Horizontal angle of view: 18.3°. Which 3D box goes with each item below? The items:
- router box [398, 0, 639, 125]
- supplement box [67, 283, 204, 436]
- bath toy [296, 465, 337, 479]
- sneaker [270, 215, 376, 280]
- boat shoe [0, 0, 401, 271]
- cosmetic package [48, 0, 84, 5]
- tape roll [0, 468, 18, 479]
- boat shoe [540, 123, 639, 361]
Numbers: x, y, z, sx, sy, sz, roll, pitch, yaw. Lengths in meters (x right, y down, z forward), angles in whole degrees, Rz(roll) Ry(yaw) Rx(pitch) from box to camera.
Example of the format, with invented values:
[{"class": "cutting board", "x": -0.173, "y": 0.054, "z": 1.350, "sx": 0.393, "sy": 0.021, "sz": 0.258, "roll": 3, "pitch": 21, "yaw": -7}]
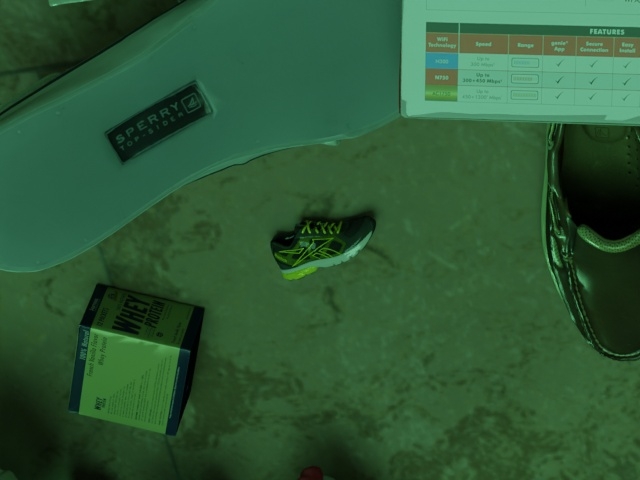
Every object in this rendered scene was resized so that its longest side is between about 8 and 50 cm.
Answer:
[{"class": "router box", "x": 0.216, "y": -0.218, "z": 1.156, "sx": 0.335, "sy": 0.082, "sz": 0.301, "roll": 3, "pitch": 105, "yaw": 8}, {"class": "supplement box", "x": -0.136, "y": 0.088, "z": 1.470, "sx": 0.083, "sy": 0.056, "sz": 0.083, "roll": 13, "pitch": 123, "yaw": 2}, {"class": "bath toy", "x": -0.123, "y": 0.233, "z": 1.501, "sx": 0.348, "sy": 0.151, "sz": 0.129, "roll": -4, "pitch": 136, "yaw": 10}, {"class": "sneaker", "x": 0.000, "y": 0.000, "z": 1.407, "sx": 0.083, "sy": 0.031, "sz": 0.035, "roll": -26, "pitch": 113, "yaw": 23}, {"class": "boat shoe", "x": -0.079, "y": -0.100, "z": 1.304, "sx": 0.367, "sy": 0.156, "sz": 0.136, "roll": -30, "pitch": 111, "yaw": -7}, {"class": "cosmetic package", "x": -0.095, "y": -0.295, "z": 1.137, "sx": 0.153, "sy": 0.129, "sz": 0.296, "roll": -4, "pitch": 104, "yaw": 13}, {"class": "tape roll", "x": -0.367, "y": 0.299, "z": 1.463, "sx": 0.392, "sy": 0.072, "sz": 0.392, "roll": 2, "pitch": 98, "yaw": 14}, {"class": "boat shoe", "x": 0.188, "y": -0.016, "z": 1.326, "sx": 0.095, "sy": 0.095, "sz": 0.257, "roll": -6, "pitch": 120, "yaw": 13}]
